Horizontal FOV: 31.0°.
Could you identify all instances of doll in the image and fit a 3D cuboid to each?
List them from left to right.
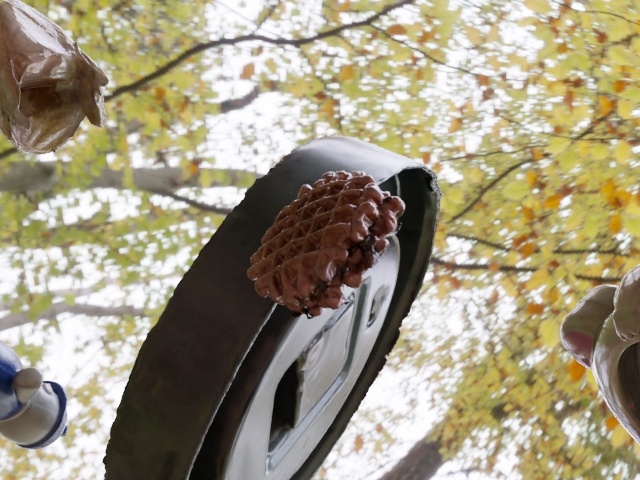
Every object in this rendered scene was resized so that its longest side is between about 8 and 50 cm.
[{"bbox_3d":[-0.202,0.094,0.718,0.098,0.143,0.058,-5,-122,27],"label":"doll"}]

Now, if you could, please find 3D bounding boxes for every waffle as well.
[{"bbox_3d":[0.000,0.000,0.534,0.075,0.083,0.029,-48,-64,-7],"label":"waffle"}]

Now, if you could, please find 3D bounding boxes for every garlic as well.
[{"bbox_3d":[-0.280,-0.146,1.116,0.124,0.099,0.174,43,-35,19],"label":"garlic"}]

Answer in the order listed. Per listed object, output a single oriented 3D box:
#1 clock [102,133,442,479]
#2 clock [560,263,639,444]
[{"bbox_3d":[-0.024,0.076,0.754,0.061,0.312,0.313,29,-73,18],"label":"clock"},{"bbox_3d":[0.370,0.137,1.037,0.284,0.114,0.309,51,-22,-8],"label":"clock"}]
